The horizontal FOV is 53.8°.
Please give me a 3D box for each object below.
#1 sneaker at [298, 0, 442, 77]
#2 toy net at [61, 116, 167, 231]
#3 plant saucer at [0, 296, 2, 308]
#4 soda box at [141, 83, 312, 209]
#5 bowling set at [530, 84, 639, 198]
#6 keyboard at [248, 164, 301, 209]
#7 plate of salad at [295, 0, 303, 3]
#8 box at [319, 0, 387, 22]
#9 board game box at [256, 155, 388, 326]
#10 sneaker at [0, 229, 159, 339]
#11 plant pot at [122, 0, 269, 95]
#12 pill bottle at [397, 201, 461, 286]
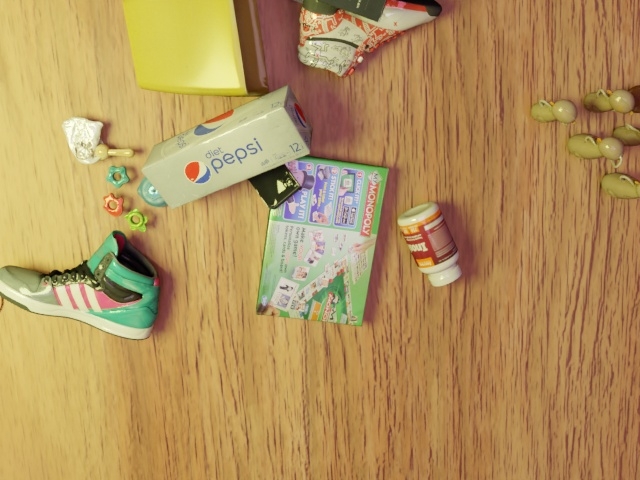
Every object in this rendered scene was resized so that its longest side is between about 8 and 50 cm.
[{"bbox_3d":[0.084,-0.377,1.146,0.270,0.090,0.145,-8,132,-24],"label":"sneaker"},{"bbox_3d":[-0.383,-0.128,1.162,0.232,0.045,0.122,42,96,-10],"label":"toy net"},{"bbox_3d":[-0.648,0.113,1.194,0.083,0.013,0.083,-1,100,-6],"label":"plant saucer"},{"bbox_3d":[-0.161,-0.160,1.096,0.286,0.091,0.098,-20,124,19],"label":"soda box"},{"bbox_3d":[0.562,-0.224,1.182,0.287,0.154,0.200,38,95,-12],"label":"bowling set"},{"bbox_3d":[-0.102,-0.157,1.160,0.108,0.023,0.180,-38,85,24],"label":"keyboard"},{"bbox_3d":[-0.005,-0.487,1.077,0.200,0.048,0.200,0,142,0],"label":"plate of salad"},{"bbox_3d":[0.049,-0.455,0.988,0.158,0.093,0.156,18,139,-5],"label":"box"},{"bbox_3d":[0.000,0.000,1.222,0.213,0.046,0.317,8,100,-8],"label":"board game box"},{"bbox_3d":[-0.425,0.057,1.147,0.295,0.124,0.178,20,103,-17],"label":"sneaker"},{"bbox_3d":[-0.209,-0.341,1.064,0.187,0.212,0.212,-6,102,6],"label":"plant pot"},{"bbox_3d":[0.216,0.009,1.225,0.086,0.086,0.152,-27,102,0],"label":"pill bottle"}]
